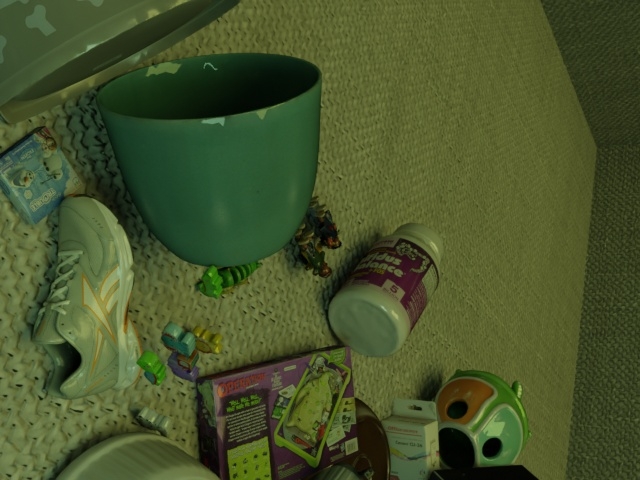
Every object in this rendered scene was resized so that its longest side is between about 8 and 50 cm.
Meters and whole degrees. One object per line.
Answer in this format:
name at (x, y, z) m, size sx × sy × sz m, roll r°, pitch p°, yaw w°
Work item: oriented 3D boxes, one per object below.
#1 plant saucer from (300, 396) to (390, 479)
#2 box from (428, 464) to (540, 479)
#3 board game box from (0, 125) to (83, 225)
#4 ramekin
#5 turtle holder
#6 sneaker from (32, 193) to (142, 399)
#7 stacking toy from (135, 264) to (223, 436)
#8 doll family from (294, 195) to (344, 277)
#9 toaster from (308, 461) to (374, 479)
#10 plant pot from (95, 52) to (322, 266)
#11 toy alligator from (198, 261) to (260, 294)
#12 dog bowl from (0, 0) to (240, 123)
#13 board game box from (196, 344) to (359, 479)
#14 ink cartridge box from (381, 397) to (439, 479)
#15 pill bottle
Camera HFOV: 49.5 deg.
plant saucer at (0.067, 0.479, 1.418) m, size 0.311 × 0.050 × 0.310 m, roll 8°, pitch 80°, yaw -56°
box at (0.343, 0.678, 1.524) m, size 0.343 × 0.179 × 0.312 m, roll 14°, pitch 105°, yaw -40°
board game box at (-0.351, -0.081, 0.859) m, size 0.090 × 0.020 × 0.090 m, roll -56°, pitch 133°, yaw -41°
ramekin at (-0.227, 0.394, 0.890) m, size 0.273 × 0.127 × 0.272 m, roll -7°, pitch 100°, yaw -49°
turtle holder at (0.368, 0.491, 1.716) m, size 0.227 × 0.243 × 0.320 m, roll -24°, pitch 135°, yaw -54°
sneaker at (-0.301, 0.074, 0.862) m, size 0.121 × 0.099 × 0.262 m, roll -16°, pitch 100°, yaw -51°
stacking toy at (-0.196, 0.154, 0.962) m, size 0.221 × 0.052 × 0.167 m, roll 100°, pitch 15°, yaw -51°
doll family at (0.000, 0.000, 1.327) m, size 0.111 × 0.076 × 0.193 m, roll 59°, pitch 40°, yaw -28°
toaster at (0.007, 0.483, 1.179) m, size 0.129 × 0.227 × 0.146 m, roll 46°, pitch 42°, yaw 5°
plant pot at (-0.137, -0.107, 0.962) m, size 0.293 × 0.293 × 0.235 m, roll -44°, pitch 138°, yaw -48°
toy alligator at (-0.127, 0.043, 1.153) m, size 0.190 × 0.051 × 0.056 m, roll -32°, pitch 114°, yaw -52°
dog bowl at (-0.244, -0.245, 0.764) m, size 0.349 × 0.349 × 0.102 m, roll -44°, pitch 111°, yaw -48°
board game box at (-0.061, 0.309, 1.200) m, size 0.347 × 0.056 × 0.208 m, roll -2°, pitch 91°, yaw -49°
ink cartridge box at (0.200, 0.461, 1.554) m, size 0.067 × 0.115 × 0.198 m, roll 0°, pitch 87°, yaw -55°
pill bottle at (0.152, 0.091, 1.458) m, size 0.301 × 0.169 × 0.169 m, roll -50°, pitch 128°, yaw -46°
